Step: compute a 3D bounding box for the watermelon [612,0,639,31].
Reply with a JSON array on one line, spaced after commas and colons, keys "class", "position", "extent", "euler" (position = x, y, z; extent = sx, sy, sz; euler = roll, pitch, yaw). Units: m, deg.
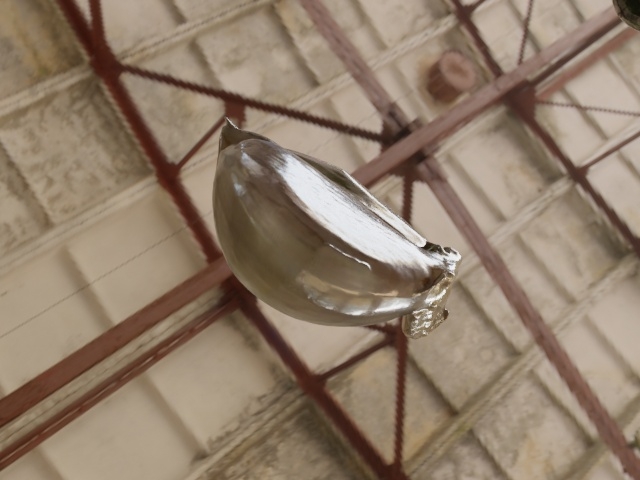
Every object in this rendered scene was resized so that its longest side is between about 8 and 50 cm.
[{"class": "watermelon", "position": [0.363, -0.262, 1.104], "extent": [0.105, 0.133, 0.105], "euler": [1, -90, -72]}]

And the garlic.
[{"class": "garlic", "position": [0.001, -0.001, 1.155], "extent": [0.325, 0.132, 0.279], "euler": [29, -169, 4]}]
